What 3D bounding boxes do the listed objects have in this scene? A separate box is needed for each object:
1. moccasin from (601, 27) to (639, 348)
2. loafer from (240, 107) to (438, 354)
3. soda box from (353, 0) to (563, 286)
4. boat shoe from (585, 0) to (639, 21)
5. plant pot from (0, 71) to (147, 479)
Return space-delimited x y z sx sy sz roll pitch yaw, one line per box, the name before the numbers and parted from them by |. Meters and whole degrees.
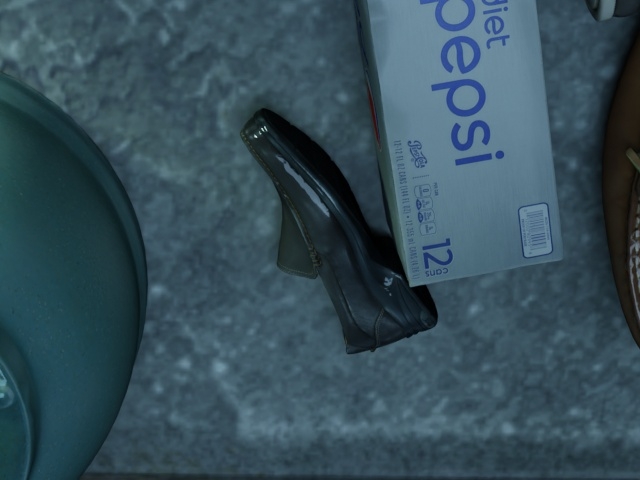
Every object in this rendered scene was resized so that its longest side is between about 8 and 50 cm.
moccasin | 0.251 -0.092 0.944 0.139 0.147 0.380 12 110 -12
loafer | 0.000 0.000 1.001 0.061 0.062 0.170 -32 111 12
soda box | 0.065 -0.126 0.935 0.091 0.098 0.286 -10 113 -1
boat shoe | 0.179 -0.277 0.880 0.096 0.112 0.335 -3 109 -1
plant pot | -0.237 0.064 0.924 0.293 0.196 0.293 -2 113 -6
